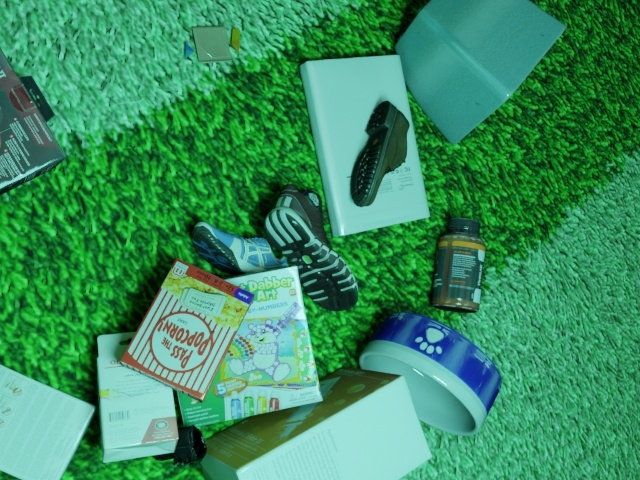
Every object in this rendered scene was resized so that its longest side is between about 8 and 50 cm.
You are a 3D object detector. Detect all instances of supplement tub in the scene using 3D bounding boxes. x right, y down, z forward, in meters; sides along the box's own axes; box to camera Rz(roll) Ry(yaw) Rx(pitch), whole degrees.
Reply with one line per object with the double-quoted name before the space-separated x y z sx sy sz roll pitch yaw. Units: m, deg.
"supplement tub" 0.302 0.054 1.524 0.106 0.106 0.198 13 80 -28

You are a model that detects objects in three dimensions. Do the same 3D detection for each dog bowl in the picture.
"dog bowl" 0.211 0.259 1.366 0.265 0.265 0.104 45 64 -18

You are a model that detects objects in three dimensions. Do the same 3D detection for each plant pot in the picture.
"plant pot" 0.310 -0.407 1.501 0.252 0.247 0.248 42 67 -1

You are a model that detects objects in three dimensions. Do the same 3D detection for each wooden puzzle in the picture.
"wooden puzzle" -0.205 -0.371 1.332 0.116 0.014 0.078 -4 83 -29

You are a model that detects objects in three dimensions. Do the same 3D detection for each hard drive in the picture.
"hard drive" 0.096 -0.202 1.465 0.233 0.047 0.353 -12 92 -29

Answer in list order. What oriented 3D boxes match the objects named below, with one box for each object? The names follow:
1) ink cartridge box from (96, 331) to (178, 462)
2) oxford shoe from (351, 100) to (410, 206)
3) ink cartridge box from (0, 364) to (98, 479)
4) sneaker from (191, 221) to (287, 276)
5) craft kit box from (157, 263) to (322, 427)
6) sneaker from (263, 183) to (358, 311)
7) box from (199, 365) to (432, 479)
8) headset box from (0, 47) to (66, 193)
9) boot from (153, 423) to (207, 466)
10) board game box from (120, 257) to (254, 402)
"ink cartridge box" -0.305 0.251 1.156 0.115 0.067 0.198 -2 55 -20
"oxford shoe" 0.131 -0.161 1.409 0.096 0.083 0.227 30 74 -29
"ink cartridge box" -0.473 0.297 1.123 0.179 0.045 0.145 26 73 -6
"sneaker" -0.148 0.023 1.300 0.211 0.080 0.081 39 62 -31
"craft kit box" -0.140 0.185 1.242 0.250 0.061 0.246 -12 90 -4
"sneaker" 0.000 0.000 1.368 0.281 0.106 0.162 57 29 -36
"box" -0.014 0.379 1.259 0.345 0.215 0.168 -23 96 -29
"headset box" -0.552 -0.161 1.065 0.293 0.110 0.218 -35 103 -26
"boot" -0.250 0.326 1.195 0.045 0.099 0.121 -25 103 -57
"board game box" -0.215 0.147 1.156 0.147 0.045 0.193 24 69 0
